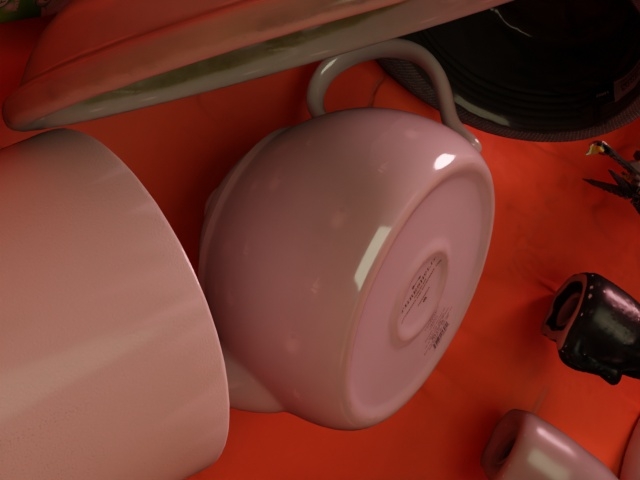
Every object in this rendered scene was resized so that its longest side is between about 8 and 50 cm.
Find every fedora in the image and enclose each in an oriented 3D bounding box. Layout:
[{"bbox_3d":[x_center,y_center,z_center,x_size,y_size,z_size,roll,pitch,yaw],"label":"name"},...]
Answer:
[{"bbox_3d":[0.161,-0.199,1.239,0.275,0.244,0.124,33,49,-29],"label":"fedora"}]

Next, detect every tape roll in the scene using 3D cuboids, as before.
[{"bbox_3d":[-0.191,0.070,1.002,0.169,0.246,0.246,-23,108,-28],"label":"tape roll"}]

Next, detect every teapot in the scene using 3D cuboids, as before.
[{"bbox_3d":[0.000,0.000,1.163,0.256,0.187,0.252,-28,137,-52],"label":"teapot"}]

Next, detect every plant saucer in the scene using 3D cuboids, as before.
[{"bbox_3d":[-0.016,-0.168,1.004,0.400,0.400,0.100,-17,94,-30],"label":"plant saucer"}]

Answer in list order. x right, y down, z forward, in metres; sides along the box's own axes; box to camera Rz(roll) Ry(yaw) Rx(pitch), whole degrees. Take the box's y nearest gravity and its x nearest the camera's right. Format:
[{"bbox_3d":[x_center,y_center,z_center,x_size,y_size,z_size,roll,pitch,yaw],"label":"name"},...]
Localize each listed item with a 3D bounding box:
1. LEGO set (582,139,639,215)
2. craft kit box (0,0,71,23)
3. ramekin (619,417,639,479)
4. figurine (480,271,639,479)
[{"bbox_3d":[0.400,-0.005,1.345,0.255,0.331,0.192,33,86,-45],"label":"LEGO set"},{"bbox_3d":[-0.105,-0.254,1.034,0.247,0.250,0.061,-16,62,-33],"label":"craft kit box"},{"bbox_3d":[0.426,0.246,1.493,0.277,0.135,0.277,-5,99,-33],"label":"ramekin"},{"bbox_3d":[0.270,0.167,1.361,0.209,0.092,0.215,27,81,-7],"label":"figurine"}]
